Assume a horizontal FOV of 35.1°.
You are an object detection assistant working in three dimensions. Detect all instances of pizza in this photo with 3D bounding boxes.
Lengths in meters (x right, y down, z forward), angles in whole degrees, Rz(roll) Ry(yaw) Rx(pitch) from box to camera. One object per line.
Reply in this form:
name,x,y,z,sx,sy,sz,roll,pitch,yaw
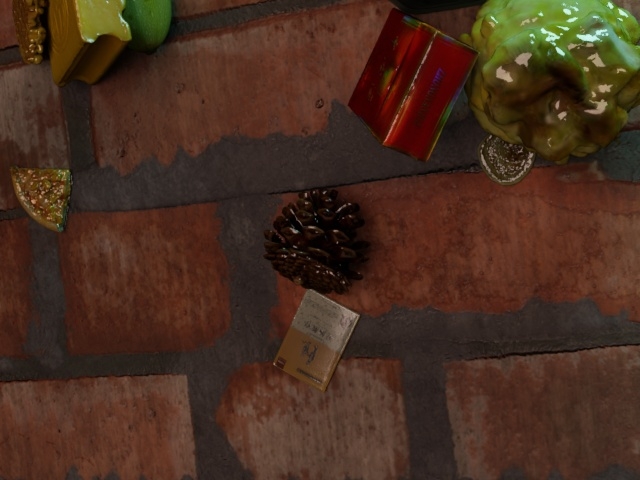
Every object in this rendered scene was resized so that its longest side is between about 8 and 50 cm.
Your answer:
pizza,-0.568,-0.101,2.094,0.131,0.041,0.178,-28,85,17

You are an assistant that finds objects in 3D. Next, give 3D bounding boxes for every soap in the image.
soap,-0.447,-0.422,1.898,0.096,0.324,0.204,-9,87,-24

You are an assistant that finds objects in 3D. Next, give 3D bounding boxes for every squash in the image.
squash,-0.354,-0.482,1.947,0.132,0.132,0.247,-7,91,19

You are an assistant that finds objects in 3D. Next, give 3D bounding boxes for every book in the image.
book,-0.008,0.191,1.946,0.118,0.012,0.172,27,102,15

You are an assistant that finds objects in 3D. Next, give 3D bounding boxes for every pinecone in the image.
pinecone,0.000,0.000,1.844,0.208,0.208,0.208,1,95,18

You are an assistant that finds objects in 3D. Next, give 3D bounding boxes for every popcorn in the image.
popcorn,0.371,-0.268,1.655,0.312,0.312,0.312,1,95,18

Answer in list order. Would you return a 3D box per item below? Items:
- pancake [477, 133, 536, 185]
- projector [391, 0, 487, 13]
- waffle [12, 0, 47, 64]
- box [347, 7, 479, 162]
pancake,0.330,-0.152,1.806,0.108,0.017,0.108,1,92,15
projector,0.197,-0.531,1.700,0.248,0.249,0.248,-5,91,19
waffle,-0.580,-0.463,1.999,0.051,0.228,0.231,-9,100,-23
box,0.146,-0.270,1.702,0.089,0.313,0.197,22,104,-16
